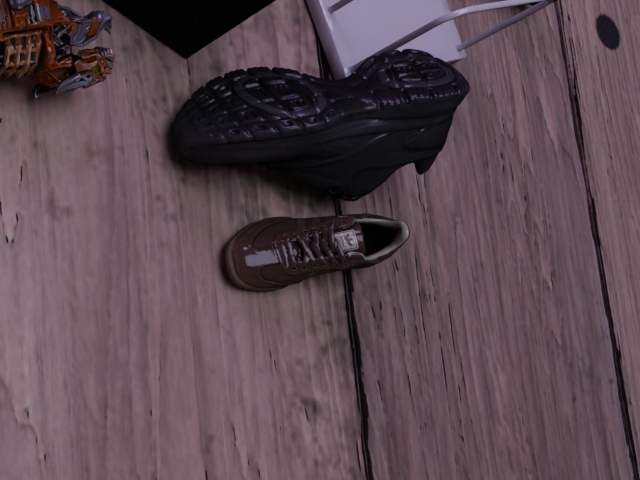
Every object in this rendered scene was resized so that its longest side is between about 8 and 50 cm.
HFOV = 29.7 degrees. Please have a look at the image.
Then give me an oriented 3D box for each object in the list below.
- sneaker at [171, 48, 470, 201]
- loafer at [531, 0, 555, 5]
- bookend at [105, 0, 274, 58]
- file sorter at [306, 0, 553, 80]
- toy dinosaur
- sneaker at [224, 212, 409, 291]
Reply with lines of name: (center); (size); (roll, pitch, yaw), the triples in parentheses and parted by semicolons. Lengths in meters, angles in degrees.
sneaker: (0.003, -0.089, 1.103); (0.286, 0.130, 0.109); (-8, 41, -22)
loafer: (0.197, -0.352, 1.379); (0.223, 0.076, 0.078); (33, 64, -24)
bookend: (-0.122, -0.249, 1.018); (0.157, 0.156, 0.072); (33, 57, -27)
file sorter: (0.089, -0.324, 1.213); (0.192, 0.173, 0.278); (-18, 88, -42)
toy dinosaur: (-0.290, -0.203, 0.875); (0.322, 0.164, 0.219); (15, 82, -60)
sneaker: (0.000, 0.000, 1.096); (0.188, 0.071, 0.066); (-12, 84, -43)
